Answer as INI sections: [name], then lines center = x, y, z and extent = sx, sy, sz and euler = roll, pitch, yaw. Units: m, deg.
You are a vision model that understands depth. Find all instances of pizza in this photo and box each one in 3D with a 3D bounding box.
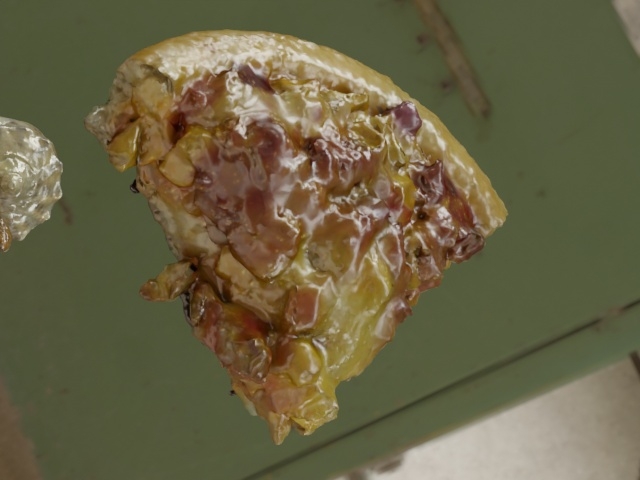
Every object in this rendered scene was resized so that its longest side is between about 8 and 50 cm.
[pizza]
center = 0.000, 0.000, 0.816
extent = 0.290, 0.081, 0.228
euler = 22, 70, -40

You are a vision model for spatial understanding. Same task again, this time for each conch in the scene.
[conch]
center = -0.302, -0.076, 1.252
extent = 0.130, 0.207, 0.155
euler = -20, 115, -25

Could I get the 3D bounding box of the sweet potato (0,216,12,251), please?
[sweet potato]
center = -0.265, -0.006, 1.097
extent = 0.050, 0.214, 0.050
euler = 1, 87, -20
